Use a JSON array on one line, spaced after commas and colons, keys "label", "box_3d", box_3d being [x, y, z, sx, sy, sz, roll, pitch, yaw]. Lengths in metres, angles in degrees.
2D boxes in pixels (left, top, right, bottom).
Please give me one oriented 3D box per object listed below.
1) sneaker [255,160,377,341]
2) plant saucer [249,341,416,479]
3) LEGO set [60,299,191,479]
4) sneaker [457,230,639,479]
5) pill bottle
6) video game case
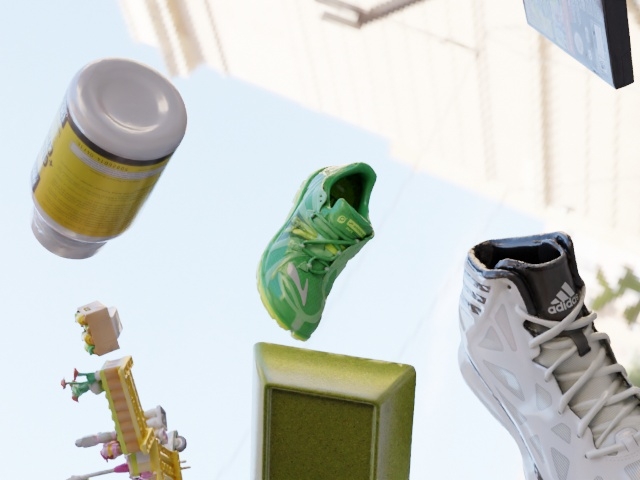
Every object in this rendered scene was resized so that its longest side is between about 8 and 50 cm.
[{"label": "sneaker", "box_3d": [0.000, 0.000, 1.864, 0.109, 0.123, 0.296, 36, -128, -24]}, {"label": "plant saucer", "box_3d": [0.005, 0.217, 1.510, 0.045, 0.188, 0.188, -44, -41, -65]}, {"label": "LEGO set", "box_3d": [-0.225, 0.194, 1.433, 0.287, 0.107, 0.132, 70, -171, -48]}, {"label": "sneaker", "box_3d": [0.280, 0.159, 1.554, 0.169, 0.447, 0.258, -28, -46, -13]}, {"label": "pill bottle", "box_3d": [-0.189, -0.063, 1.170, 0.103, 0.103, 0.184, -40, -9, -43]}, {"label": "video game case", "box_3d": [0.313, -0.361, 1.755, 0.035, 0.248, 0.275, -22, -56, -9]}]
